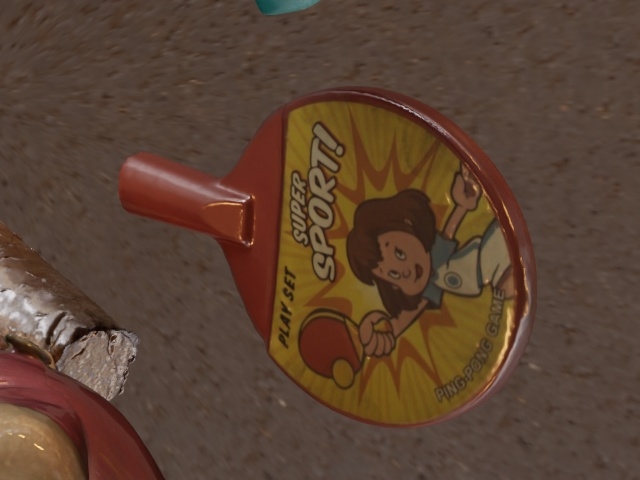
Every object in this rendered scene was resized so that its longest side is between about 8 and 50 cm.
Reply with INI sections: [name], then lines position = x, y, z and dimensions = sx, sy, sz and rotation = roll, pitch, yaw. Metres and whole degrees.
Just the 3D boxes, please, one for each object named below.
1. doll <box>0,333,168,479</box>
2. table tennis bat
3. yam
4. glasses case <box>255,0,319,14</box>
[doll]
position = -0.162, 0.126, 0.537
dimensions = 0.256, 0.152, 0.196
rotation = -14, 86, 6
[table tennis bat]
position = 0.000, 0.000, 1.132
dimensions = 0.038, 0.310, 0.200
rotation = -16, 116, -48
[yam]
position = -0.186, 0.047, 1.197
dimensions = 0.141, 0.079, 0.079
rotation = 39, 85, 31
[glasses case]
position = -0.039, -0.254, 1.022
dimensions = 0.070, 0.301, 0.117
rotation = -5, 62, 10
